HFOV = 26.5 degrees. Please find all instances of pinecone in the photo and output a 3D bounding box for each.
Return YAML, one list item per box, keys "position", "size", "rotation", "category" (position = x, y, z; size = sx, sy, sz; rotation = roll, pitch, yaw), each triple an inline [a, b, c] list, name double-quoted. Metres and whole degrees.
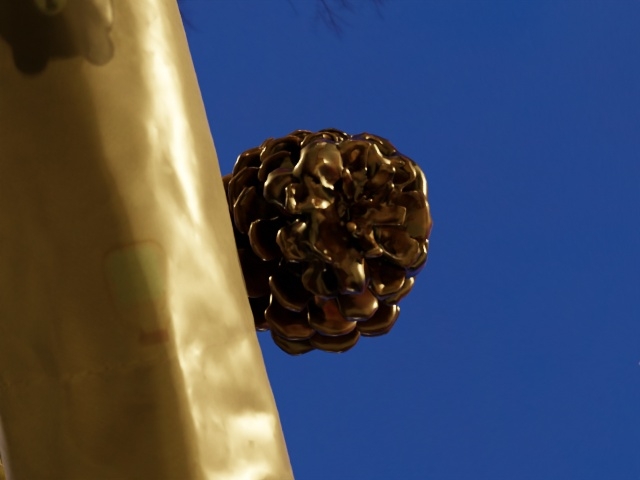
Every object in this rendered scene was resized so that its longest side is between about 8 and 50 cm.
- position: [0.000, 0.000, 0.436]
  size: [0.077, 0.083, 0.077]
  rotation: [0, -92, -8]
  category: "pinecone"

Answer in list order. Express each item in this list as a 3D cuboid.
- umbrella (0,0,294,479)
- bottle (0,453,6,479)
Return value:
- position: [-0.067, -0.039, 0.341]
  size: [0.073, 0.067, 0.337]
  rotation: [-16, -94, 37]
  category: "umbrella"
- position: [-0.190, 0.225, 0.476]
  size: [0.172, 0.171, 0.351]
  rotation: [33, -100, 14]
  category: "bottle"
